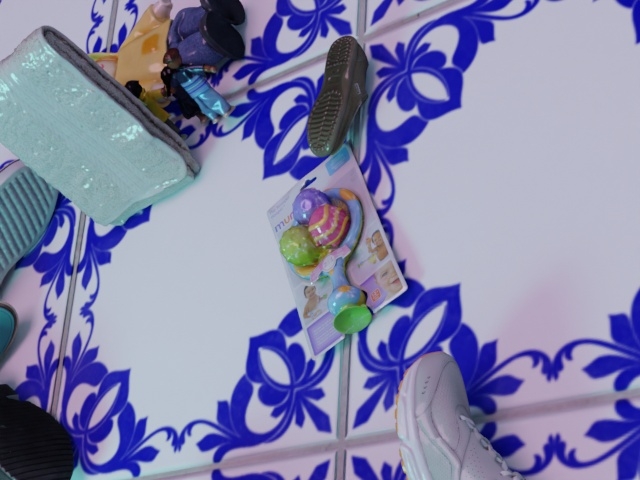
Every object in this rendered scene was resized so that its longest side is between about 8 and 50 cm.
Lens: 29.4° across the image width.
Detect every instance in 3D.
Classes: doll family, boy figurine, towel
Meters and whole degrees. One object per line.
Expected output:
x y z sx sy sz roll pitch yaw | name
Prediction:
-0.196 -0.184 1.578 0.193 0.111 0.076 -28 21 28 | doll family
-0.231 -0.260 1.683 0.285 0.092 0.177 -16 61 34 | boy figurine
-0.307 -0.135 1.555 0.187 0.282 0.049 -28 36 32 | towel

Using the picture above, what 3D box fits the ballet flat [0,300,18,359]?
-0.513 0.173 1.741 0.248 0.086 0.086 -52 43 11 | ballet flat

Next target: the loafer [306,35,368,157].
0.027 -0.163 1.413 0.056 0.050 0.148 6 77 48 | loafer

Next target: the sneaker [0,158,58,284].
-0.507 0.002 1.783 0.127 0.126 0.321 39 99 41 | sneaker

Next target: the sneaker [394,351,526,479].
0.146 0.219 1.081 0.121 0.099 0.262 -20 64 27 | sneaker

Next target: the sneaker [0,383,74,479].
-0.430 0.277 1.590 0.330 0.122 0.146 31 110 45 | sneaker

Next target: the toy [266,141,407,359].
0.000 0.000 1.350 0.137 0.056 0.237 -39 47 20 | toy
